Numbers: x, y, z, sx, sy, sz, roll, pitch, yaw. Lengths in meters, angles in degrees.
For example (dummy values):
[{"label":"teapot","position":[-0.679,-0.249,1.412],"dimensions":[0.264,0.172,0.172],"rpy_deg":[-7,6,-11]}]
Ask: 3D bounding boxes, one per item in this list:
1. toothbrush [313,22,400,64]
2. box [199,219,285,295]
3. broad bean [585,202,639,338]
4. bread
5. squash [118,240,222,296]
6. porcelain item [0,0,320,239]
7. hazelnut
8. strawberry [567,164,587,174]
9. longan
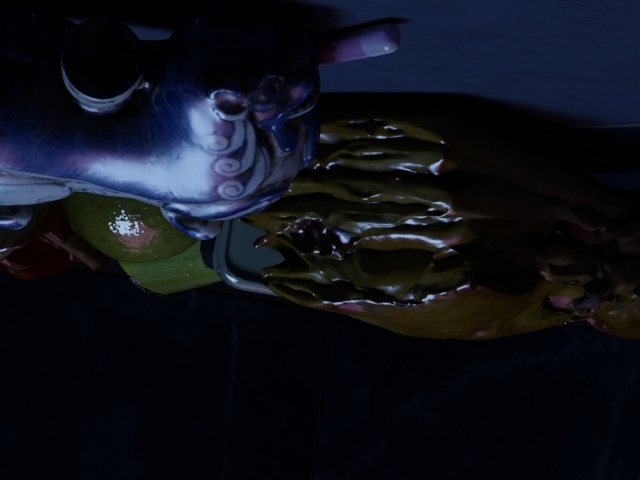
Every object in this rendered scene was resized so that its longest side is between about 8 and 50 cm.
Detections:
[{"label":"toothbrush","position":[-0.021,-0.128,1.369],"dimensions":[0.025,0.020,0.286],"rpy_deg":[0,180,-30]},{"label":"box","position":[0.000,0.000,2.239],"dimensions":[0.274,0.138,0.178],"rpy_deg":[11,180,-15]},{"label":"broad bean","position":[0.301,0.019,2.012],"dimensions":[0.122,0.156,0.228],"rpy_deg":[-33,145,16]},{"label":"bread","position":[0.092,0.000,1.661],"dimensions":[0.277,0.167,0.324],"rpy_deg":[3,166,38]},{"label":"squash","position":[-0.137,0.014,2.549],"dimensions":[0.287,0.137,0.137],"rpy_deg":[1,172,35]},{"label":"porcelain item","position":[-0.140,-0.091,1.303],"dimensions":[0.288,0.138,0.186],"rpy_deg":[8,159,-4]},{"label":"hazelnut","position":[-0.302,-0.041,1.944],"dimensions":[0.201,0.161,0.170],"rpy_deg":[2,177,-5]},{"label":"strawberry","position":[0.214,-0.040,1.800],"dimensions":[0.083,0.073,0.073],"rpy_deg":[27,164,-33]},{"label":"longan","position":[-0.149,-0.058,1.744],"dimensions":[0.145,0.176,0.155],"rpy_deg":[52,-177,-20]}]
